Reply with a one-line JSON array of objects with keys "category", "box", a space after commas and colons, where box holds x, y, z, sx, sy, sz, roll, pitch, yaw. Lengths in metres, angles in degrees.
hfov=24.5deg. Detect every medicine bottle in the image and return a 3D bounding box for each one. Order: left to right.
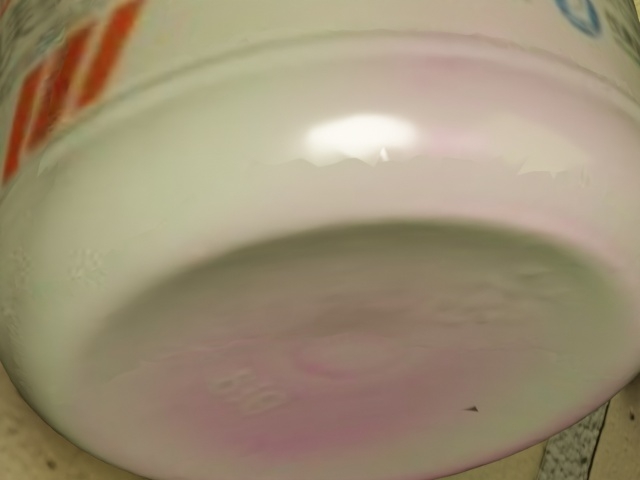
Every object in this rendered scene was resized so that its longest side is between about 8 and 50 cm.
[{"category": "medicine bottle", "box": [-0.005, -0.087, 0.599, 0.256, 0.256, 0.325, 37, 38, -48]}]

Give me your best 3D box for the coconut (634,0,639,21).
[{"category": "coconut", "box": [0.139, -0.111, 0.886, 0.245, 0.233, 0.233, -27, 107, -54]}]
